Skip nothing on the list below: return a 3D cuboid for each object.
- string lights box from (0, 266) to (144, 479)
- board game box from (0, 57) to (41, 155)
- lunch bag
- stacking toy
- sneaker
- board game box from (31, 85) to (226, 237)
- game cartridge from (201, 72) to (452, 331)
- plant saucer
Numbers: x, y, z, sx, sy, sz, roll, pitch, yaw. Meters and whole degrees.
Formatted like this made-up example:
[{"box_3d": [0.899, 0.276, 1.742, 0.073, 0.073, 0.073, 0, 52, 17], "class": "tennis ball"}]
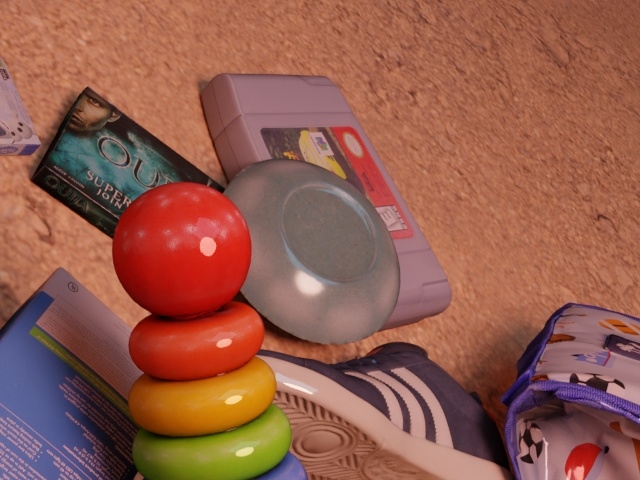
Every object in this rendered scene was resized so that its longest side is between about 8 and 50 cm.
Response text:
[{"box_3d": [-0.199, 0.146, 0.882, 0.133, 0.077, 0.259, 43, 35, -10], "class": "string lights box"}, {"box_3d": [-0.285, -0.111, 1.080, 0.090, 0.020, 0.090, -4, 61, -51], "class": "board game box"}, {"box_3d": [0.332, 0.238, 1.231, 0.385, 0.239, 0.328, 49, 18, 4], "class": "lunch bag"}, {"box_3d": [-0.070, 0.125, 0.861, 0.141, 0.141, 0.330, -25, 111, -55], "class": "stacking toy"}, {"box_3d": [0.029, 0.139, 1.113, 0.350, 0.131, 0.148, 32, 38, -41], "class": "sneaker"}, {"box_3d": [-0.154, -0.042, 1.159, 0.186, 0.026, 0.126, 37, 36, -19], "class": "board game box"}, {"box_3d": [0.002, -0.043, 1.318, 0.196, 0.060, 0.294, -11, 66, -48], "class": "game cartridge"}, {"box_3d": [0.000, 0.000, 1.201, 0.195, 0.037, 0.195, 16, 54, -24], "class": "plant saucer"}]
